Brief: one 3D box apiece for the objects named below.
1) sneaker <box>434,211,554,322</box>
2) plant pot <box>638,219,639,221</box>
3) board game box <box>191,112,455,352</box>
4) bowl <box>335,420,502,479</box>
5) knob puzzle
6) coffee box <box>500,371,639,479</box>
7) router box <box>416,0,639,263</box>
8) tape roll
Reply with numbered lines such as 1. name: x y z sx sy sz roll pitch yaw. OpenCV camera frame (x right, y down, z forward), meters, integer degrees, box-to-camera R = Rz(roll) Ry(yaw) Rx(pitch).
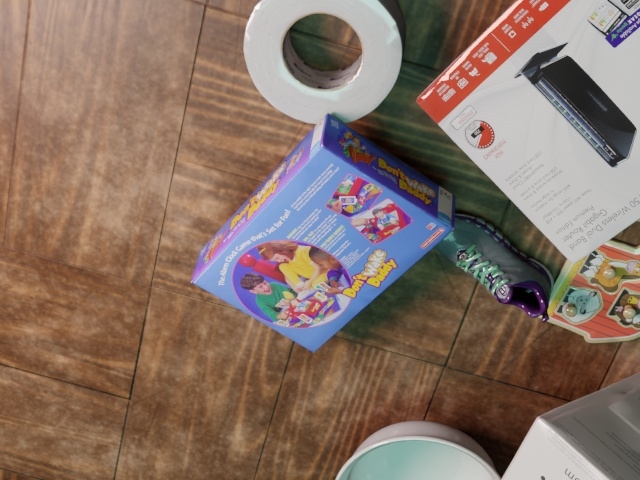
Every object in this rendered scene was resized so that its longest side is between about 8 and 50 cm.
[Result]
1. sneaker: 0.257 0.038 1.695 0.223 0.098 0.083 28 121 -9
2. plant pot: 0.473 -0.083 1.592 0.109 0.109 0.096 7 134 4
3. board game box: 0.000 0.000 1.680 0.233 0.078 0.347 32 129 -19
4. bowl: 0.172 0.405 1.910 0.298 0.134 0.298 3 121 6
5. knob puzzle: 0.456 0.089 1.736 0.213 0.030 0.213 4 121 6
6. coffee box: 0.475 0.446 1.697 0.337 0.338 0.334 43 127 31
7. router box: 0.333 -0.176 1.381 0.301 0.082 0.335 45 132 -1
8. tape roll: 0.007 -0.272 1.561 0.219 0.072 0.219 4 122 6
